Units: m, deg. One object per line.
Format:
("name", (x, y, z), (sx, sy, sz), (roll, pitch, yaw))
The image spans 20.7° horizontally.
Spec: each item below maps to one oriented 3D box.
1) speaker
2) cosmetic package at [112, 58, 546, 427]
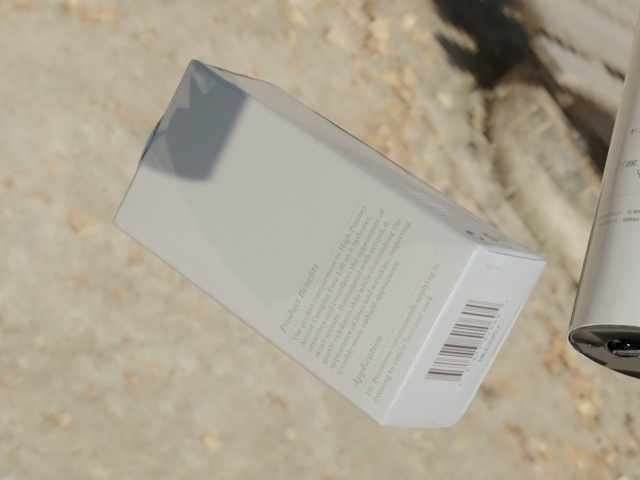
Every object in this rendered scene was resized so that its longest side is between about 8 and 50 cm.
("speaker", (0.109, -0.028, 0.495), (0.055, 0.055, 0.136), (30, 67, -39))
("cosmetic package", (0.000, 0.000, 1.006), (0.231, 0.117, 0.085), (37, 15, 32))
